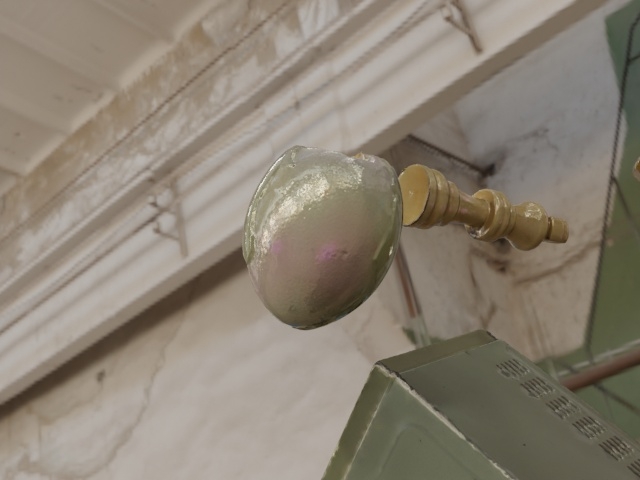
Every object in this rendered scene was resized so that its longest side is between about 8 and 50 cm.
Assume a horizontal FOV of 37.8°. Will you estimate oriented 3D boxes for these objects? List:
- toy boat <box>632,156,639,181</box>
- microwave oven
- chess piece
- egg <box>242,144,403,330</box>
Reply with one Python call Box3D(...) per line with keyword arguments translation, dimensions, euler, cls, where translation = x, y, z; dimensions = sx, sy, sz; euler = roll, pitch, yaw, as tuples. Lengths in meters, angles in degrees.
Box3D(translation=(0.637, -0.146, 1.777), dimensions=(0.077, 0.057, 0.200), euler=(-47, -16, 10), cls="toy boat")
Box3D(translation=(0.143, 0.311, 0.937), dimensions=(0.218, 0.286, 0.355), euler=(-9, -52, -49), cls="microwave oven")
Box3D(translation=(0.324, -0.045, 1.800), dimensions=(0.397, 0.117, 0.117), euler=(13, -37, -31), cls="chess piece")
Box3D(translation=(0.000, 0.000, 1.093), dimensions=(0.183, 0.217, 0.183), euler=(10, 3, -1), cls="egg")
